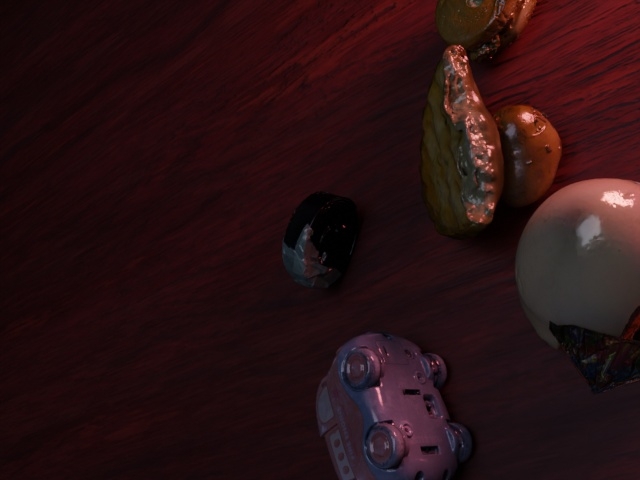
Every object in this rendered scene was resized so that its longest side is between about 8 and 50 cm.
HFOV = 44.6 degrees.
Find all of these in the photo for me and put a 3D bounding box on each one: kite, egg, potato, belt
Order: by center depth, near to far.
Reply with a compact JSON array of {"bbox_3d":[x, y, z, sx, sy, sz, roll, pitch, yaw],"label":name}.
[{"bbox_3d":[0.451,0.168,1.167,0.009,0.232,0.189,-68,-10,-52],"label":"kite"},{"bbox_3d":[0.401,0.024,1.208,0.286,0.174,0.264,-48,47,24],"label":"egg"},{"bbox_3d":[0.346,-0.145,1.349,0.137,0.137,0.176,11,104,43],"label":"potato"},{"bbox_3d":[0.000,0.000,1.583,0.078,0.151,0.198,19,91,43],"label":"belt"}]

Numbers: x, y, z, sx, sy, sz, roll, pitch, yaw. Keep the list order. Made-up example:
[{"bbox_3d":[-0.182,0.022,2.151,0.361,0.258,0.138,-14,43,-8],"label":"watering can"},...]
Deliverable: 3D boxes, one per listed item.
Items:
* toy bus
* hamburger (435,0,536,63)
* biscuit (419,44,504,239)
[{"bbox_3d":[0.101,0.323,1.371,0.232,0.197,0.294,-42,53,37],"label":"toy bus"},{"bbox_3d":[0.313,-0.439,1.475,0.189,0.122,0.215,22,95,50],"label":"hamburger"},{"bbox_3d":[0.240,-0.169,1.366,0.329,0.078,0.335,-120,29,-68],"label":"biscuit"}]
